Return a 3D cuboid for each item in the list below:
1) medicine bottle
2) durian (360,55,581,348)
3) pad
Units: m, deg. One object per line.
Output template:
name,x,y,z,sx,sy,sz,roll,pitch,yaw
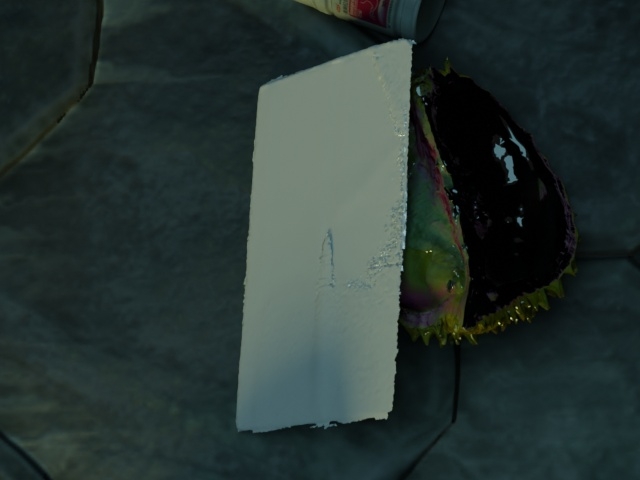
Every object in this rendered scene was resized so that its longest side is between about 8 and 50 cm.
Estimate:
medicine bottle,0.030,-0.165,1.160,0.091,0.058,0.058,21,83,17
durian,0.081,-0.005,1.108,0.108,0.119,0.186,-39,53,42
pad,0.000,0.000,1.109,0.156,0.004,0.232,-11,71,50
